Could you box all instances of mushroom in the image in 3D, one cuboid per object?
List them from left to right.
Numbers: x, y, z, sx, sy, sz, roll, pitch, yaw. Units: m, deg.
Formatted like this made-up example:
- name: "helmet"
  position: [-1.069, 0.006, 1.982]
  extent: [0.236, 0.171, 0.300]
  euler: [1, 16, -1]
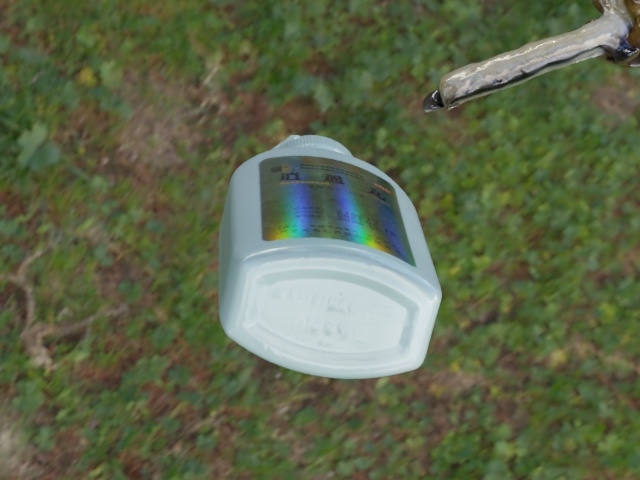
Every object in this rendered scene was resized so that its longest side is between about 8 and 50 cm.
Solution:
- name: "mushroom"
  position: [0.158, -0.135, 1.130]
  extent: [0.187, 0.060, 0.061]
  euler: [-17, 80, -1]

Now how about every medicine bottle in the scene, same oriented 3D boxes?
- name: "medicine bottle"
  position: [0.000, 0.000, 0.977]
  extent: [0.121, 0.083, 0.229]
  euler: [10, 20, -7]
